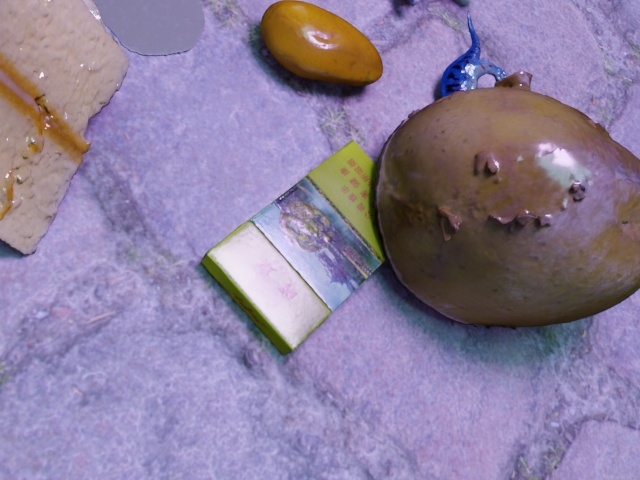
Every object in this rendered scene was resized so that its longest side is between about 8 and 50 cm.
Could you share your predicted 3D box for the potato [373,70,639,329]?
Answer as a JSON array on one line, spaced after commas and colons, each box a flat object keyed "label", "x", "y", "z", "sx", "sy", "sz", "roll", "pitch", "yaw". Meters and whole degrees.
[{"label": "potato", "x": 0.344, "y": -0.067, "z": 1.040, "sx": 0.442, "sy": 0.319, "sz": 0.385, "roll": 17, "pitch": 71, "yaw": -27}]

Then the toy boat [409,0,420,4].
[{"label": "toy boat", "x": 0.265, "y": -0.541, "z": 1.352, "sx": 0.309, "sy": 0.129, "sz": 0.142, "roll": -41, "pitch": 94, "yaw": -32}]

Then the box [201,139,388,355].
[{"label": "box", "x": 0.000, "y": 0.000, "z": 1.045, "sx": 0.187, "sy": 0.047, "sz": 0.335, "roll": 49, "pitch": 59, "yaw": 1}]

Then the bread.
[{"label": "bread", "x": -0.487, "y": -0.246, "z": 0.897, "sx": 0.405, "sy": 0.242, "sz": 0.346, "roll": 26, "pitch": 76, "yaw": 23}]

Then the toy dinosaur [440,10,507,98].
[{"label": "toy dinosaur", "x": 0.276, "y": -0.277, "z": 1.277, "sx": 0.144, "sy": 0.076, "sz": 0.329, "roll": 31, "pitch": 69, "yaw": -9}]

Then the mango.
[{"label": "mango", "x": 0.004, "y": -0.327, "z": 1.154, "sx": 0.227, "sy": 0.109, "sz": 0.147, "roll": 24, "pitch": 36, "yaw": -13}]

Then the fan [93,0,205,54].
[{"label": "fan", "x": -0.230, "y": -0.416, "z": 1.140, "sx": 0.310, "sy": 0.010, "sz": 0.182, "roll": -40, "pitch": 88, "yaw": -29}]

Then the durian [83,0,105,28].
[{"label": "durian", "x": -0.346, "y": -0.327, "z": 1.019, "sx": 0.052, "sy": 0.066, "sz": 0.130, "roll": -19, "pitch": 87, "yaw": -28}]
